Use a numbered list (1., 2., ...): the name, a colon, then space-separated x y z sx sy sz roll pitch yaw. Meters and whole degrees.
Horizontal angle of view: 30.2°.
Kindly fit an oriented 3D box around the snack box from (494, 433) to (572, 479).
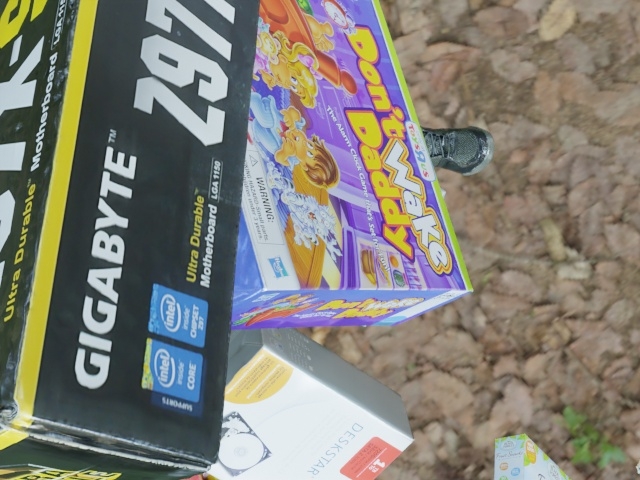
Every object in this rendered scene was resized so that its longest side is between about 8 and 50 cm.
1. snack box: 0.221 0.271 1.200 0.037 0.100 0.141 -17 139 29

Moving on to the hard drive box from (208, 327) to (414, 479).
1. hard drive box: -0.038 0.213 1.399 0.232 0.089 0.181 33 110 -24

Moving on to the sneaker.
1. sneaker: 0.195 -0.162 2.074 0.227 0.130 0.087 13 100 54

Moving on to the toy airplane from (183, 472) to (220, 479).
1. toy airplane: -0.154 0.260 1.913 0.272 0.386 0.385 2 114 4

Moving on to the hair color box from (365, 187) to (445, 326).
1. hair color box: -0.047 -0.072 1.549 0.374 0.185 0.113 32 163 8

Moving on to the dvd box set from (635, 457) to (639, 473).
1. dvd box set: 0.518 0.078 1.145 0.307 0.062 0.421 18 78 24

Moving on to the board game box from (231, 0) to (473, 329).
1. board game box: -0.035 -0.114 0.822 0.078 0.233 0.347 -27 73 34

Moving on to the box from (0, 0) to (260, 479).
1. box: -0.129 -0.044 0.497 0.257 0.079 0.322 -24 54 45
